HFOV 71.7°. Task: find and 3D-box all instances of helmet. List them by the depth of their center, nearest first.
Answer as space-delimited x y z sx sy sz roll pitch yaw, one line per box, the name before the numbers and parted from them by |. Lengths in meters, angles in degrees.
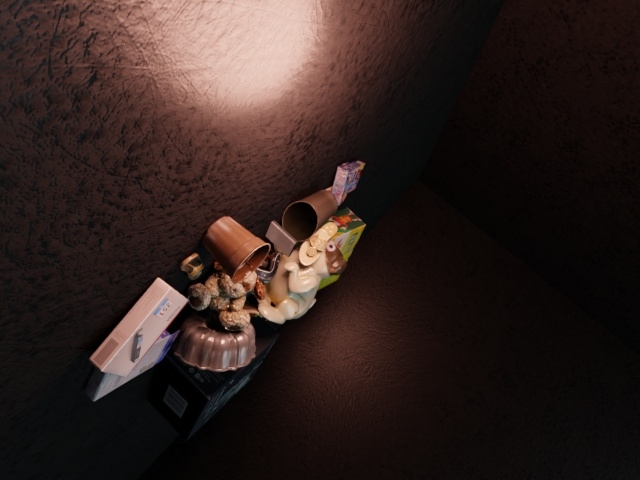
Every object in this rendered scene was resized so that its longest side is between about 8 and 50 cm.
helmet | -0.250 0.104 1.772 0.162 0.169 0.169 -62 174 -23

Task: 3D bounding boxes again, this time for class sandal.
sandal | -0.407 0.092 1.434 0.072 0.049 0.180 -44 168 -20
sandal | -0.005 -0.004 1.831 0.240 0.088 0.079 -49 172 -31

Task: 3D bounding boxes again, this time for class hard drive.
hard drive | -0.159 -0.007 1.807 0.022 0.135 0.094 -37 163 -44

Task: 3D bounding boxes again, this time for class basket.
basket | -0.032 -0.121 1.893 0.204 0.154 0.227 -49 175 38

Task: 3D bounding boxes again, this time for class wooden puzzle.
wooden puzzle | -0.335 0.308 1.967 0.221 0.238 0.044 8 89 -76

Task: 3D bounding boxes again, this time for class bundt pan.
bundt pan | -0.405 0.365 1.732 0.330 0.330 0.124 -25 130 -63

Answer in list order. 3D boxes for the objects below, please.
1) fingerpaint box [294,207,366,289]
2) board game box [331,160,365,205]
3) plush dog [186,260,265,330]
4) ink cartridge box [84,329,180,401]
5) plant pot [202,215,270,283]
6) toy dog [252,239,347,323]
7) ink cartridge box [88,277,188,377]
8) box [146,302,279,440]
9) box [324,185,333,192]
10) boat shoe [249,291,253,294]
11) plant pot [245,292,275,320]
fingerpaint box | -0.005 0.076 2.353 0.371 0.163 0.445 -24 148 -42
board game box | 0.117 -0.270 2.077 0.194 0.060 0.194 -35 152 -55
plush dog | -0.331 0.172 1.648 0.225 0.262 0.211 -42 -156 17
ink cartridge box | -0.648 0.412 1.545 0.186 0.065 0.311 -55 164 25
plant pot | -0.274 0.020 1.404 0.167 0.165 0.167 -45 168 -12
toy dog | -0.072 0.162 1.965 0.408 0.285 0.395 -48 126 10
ink cartridge box | -0.535 0.287 1.390 0.296 0.066 0.261 -53 162 -15
box | -0.511 0.602 2.104 0.471 0.297 0.480 -39 165 -48
box | 0.046 -0.221 2.136 0.137 0.027 0.094 -34 162 -50
boat shoe | -0.206 0.224 2.177 0.306 0.113 0.105 -10 164 -15
plant pot | -0.338 0.372 2.317 0.165 0.166 0.234 -35 169 -48
